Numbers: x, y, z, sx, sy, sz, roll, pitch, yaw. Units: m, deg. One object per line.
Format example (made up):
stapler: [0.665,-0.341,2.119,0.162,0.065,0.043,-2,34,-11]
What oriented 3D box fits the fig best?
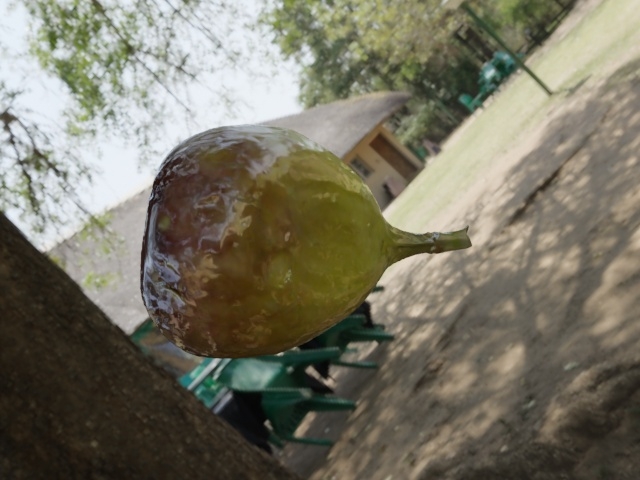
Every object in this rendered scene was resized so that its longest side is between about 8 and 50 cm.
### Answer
fig: [0.000,0.000,0.529,0.256,0.159,0.159,-2,-22,-24]
